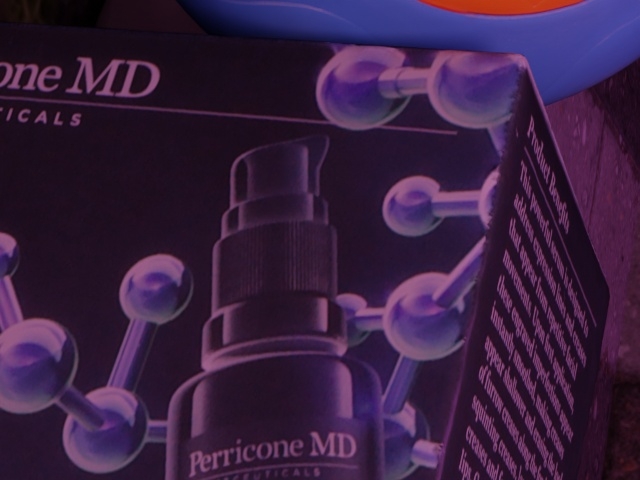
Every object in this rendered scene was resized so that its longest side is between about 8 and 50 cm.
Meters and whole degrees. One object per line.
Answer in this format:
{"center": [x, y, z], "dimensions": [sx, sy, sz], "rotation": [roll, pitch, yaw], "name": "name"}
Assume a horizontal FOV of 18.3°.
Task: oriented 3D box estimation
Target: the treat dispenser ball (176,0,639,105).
{"center": [0.050, -0.193, 0.837], "dimensions": [0.288, 0.288, 0.288], "rotation": [5, 90, -70], "name": "treat dispenser ball"}

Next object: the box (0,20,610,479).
{"center": [-0.073, 0.134, 0.781], "dimensions": [0.212, 0.293, 0.395], "rotation": [59, 40, -59], "name": "box"}

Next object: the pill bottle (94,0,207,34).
{"center": [0.000, 0.000, 1.099], "dimensions": [0.188, 0.188, 0.334], "rotation": [-64, 151, -44], "name": "pill bottle"}
